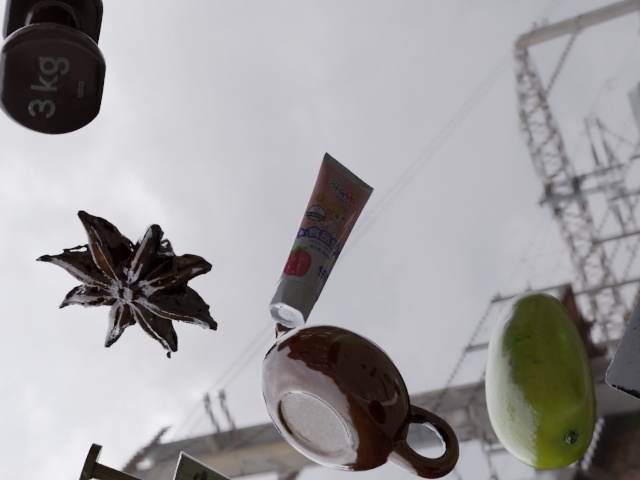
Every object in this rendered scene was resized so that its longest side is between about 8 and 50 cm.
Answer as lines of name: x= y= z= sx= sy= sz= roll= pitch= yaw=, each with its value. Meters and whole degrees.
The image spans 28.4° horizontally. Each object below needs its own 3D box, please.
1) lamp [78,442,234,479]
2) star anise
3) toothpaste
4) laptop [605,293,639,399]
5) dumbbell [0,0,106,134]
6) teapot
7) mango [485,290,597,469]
lamp: x=-0.225 y=0.345 z=1.755 sx=0.215 sy=0.121 sz=0.121 roll=19 pitch=-133 yaw=-3
star anise: x=-0.260 y=0.047 z=1.785 sx=0.272 sy=0.272 sz=0.102 roll=59 pitch=-148 yaw=-26
toothpaste: x=0.000 y=0.000 z=1.266 sx=0.067 sy=0.043 sz=0.194 roll=36 pitch=-127 yaw=-18
laptop: x=0.366 y=0.079 z=1.209 sx=0.016 sy=0.135 sz=0.197 roll=-22 pitch=-46 yaw=-64
dumbbell: x=-0.328 y=-0.235 z=1.548 sx=0.225 sy=0.124 sz=0.140 roll=-107 pitch=29 yaw=-57
teapot: x=0.044 y=0.169 z=1.377 sx=0.135 sy=0.252 sz=0.178 roll=-50 pitch=-17 yaw=-36
mango: x=0.306 y=0.188 z=1.785 sx=0.185 sy=0.149 sz=0.273 roll=80 pitch=-173 yaw=-62
